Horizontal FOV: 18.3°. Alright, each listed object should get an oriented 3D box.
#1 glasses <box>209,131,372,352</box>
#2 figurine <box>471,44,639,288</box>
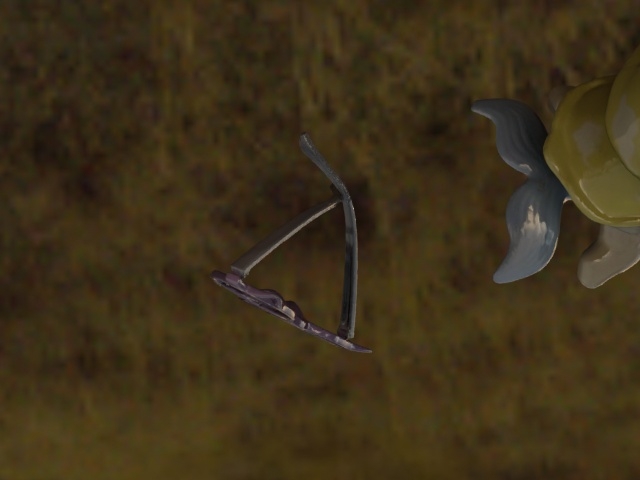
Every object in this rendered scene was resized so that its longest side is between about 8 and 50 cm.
[{"bbox_3d":[0.000,0.000,1.153,0.062,0.104,0.140,22,172,33],"label":"glasses"},{"bbox_3d":[0.171,-0.045,0.929,0.208,0.128,0.184,-13,161,17],"label":"figurine"}]
